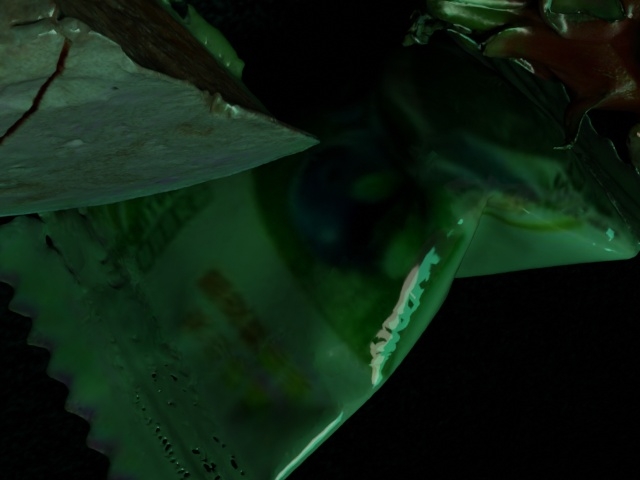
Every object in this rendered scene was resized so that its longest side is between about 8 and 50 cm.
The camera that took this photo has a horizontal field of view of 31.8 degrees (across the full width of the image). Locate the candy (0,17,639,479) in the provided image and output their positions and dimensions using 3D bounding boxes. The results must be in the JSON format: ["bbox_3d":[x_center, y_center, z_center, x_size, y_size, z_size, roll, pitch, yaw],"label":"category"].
[{"bbox_3d":[0.000,-0.003,0.744,0.398,0.263,0.172,-30,150,-19],"label":"candy"}]

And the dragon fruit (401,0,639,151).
[{"bbox_3d":[0.168,-0.131,0.681,0.236,0.137,0.135,-15,155,-16],"label":"dragon fruit"}]

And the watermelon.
[{"bbox_3d":[-0.196,-0.135,0.536,0.319,0.222,0.292,-9,174,12],"label":"watermelon"}]

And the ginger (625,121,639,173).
[{"bbox_3d":[0.369,-0.127,1.106,0.166,0.080,0.333,3,118,-29],"label":"ginger"}]
